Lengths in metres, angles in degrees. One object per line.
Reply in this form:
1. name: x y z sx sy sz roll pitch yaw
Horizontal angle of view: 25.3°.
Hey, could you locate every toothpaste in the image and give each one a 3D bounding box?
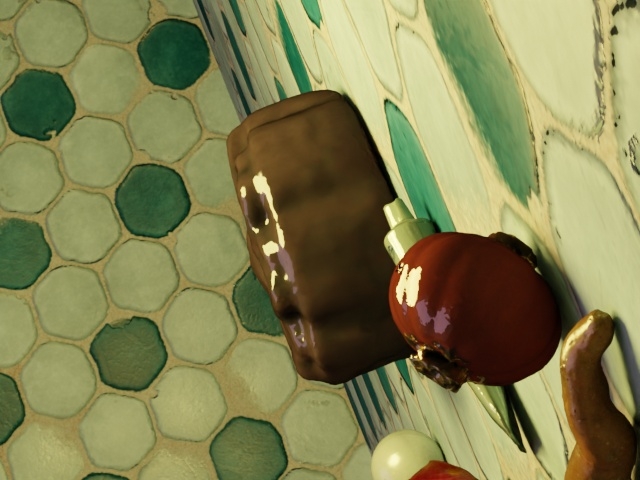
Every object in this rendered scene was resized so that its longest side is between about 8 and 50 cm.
1. toothpaste: 0.099 0.060 1.067 0.218 0.041 0.064 64 -174 25

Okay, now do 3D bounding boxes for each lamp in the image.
1. lamp: 0.085 0.039 0.791 0.101 0.090 0.101 34 167 9

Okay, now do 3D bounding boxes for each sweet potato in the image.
1. sweet potato: 0.143 0.106 0.728 0.044 0.044 0.179 -115 5 -47

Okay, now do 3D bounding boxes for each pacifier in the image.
1. pacifier: 0.093 0.330 1.687 0.299 0.244 0.233 -126 46 -59

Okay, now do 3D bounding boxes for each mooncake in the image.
1. mooncake: 0.000 0.000 1.355 0.283 0.141 0.283 161 90 -87

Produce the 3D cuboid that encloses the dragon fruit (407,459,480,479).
1. dragon fruit: 0.077 0.281 0.956 0.250 0.315 0.250 14 114 35
